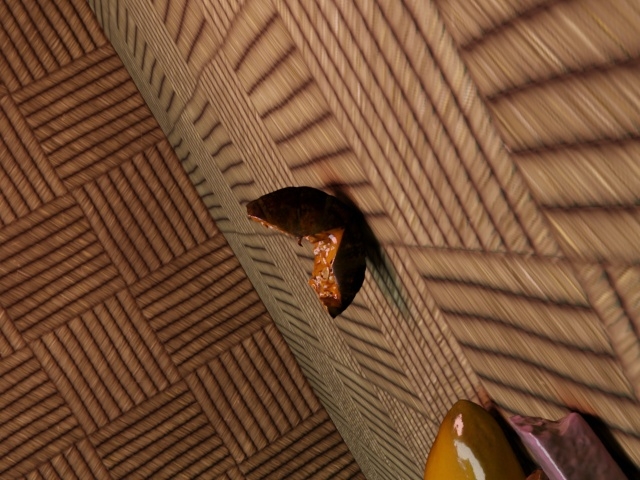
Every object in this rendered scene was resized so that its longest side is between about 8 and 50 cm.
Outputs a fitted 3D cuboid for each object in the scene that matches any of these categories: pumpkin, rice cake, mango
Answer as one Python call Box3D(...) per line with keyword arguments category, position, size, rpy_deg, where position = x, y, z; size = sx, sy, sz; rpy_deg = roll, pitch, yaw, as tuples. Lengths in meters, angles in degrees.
Box3D(category="pumpkin", position=(0.000, 0.000, 1.016), size=(0.183, 0.108, 0.119), rpy_deg=(54, 177, -14))
Box3D(category="rice cake", position=(0.288, 0.288, 0.659), size=(0.364, 0.056, 0.072), rpy_deg=(55, 174, 16))
Box3D(category="mango", position=(0.201, 0.321, 0.992), size=(0.176, 0.119, 0.316), rpy_deg=(49, 156, 50))

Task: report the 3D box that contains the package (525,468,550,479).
Box3D(category="package", position=(0.275, 0.405, 0.757), size=(0.311, 0.221, 0.165), rpy_deg=(59, 148, -5))
